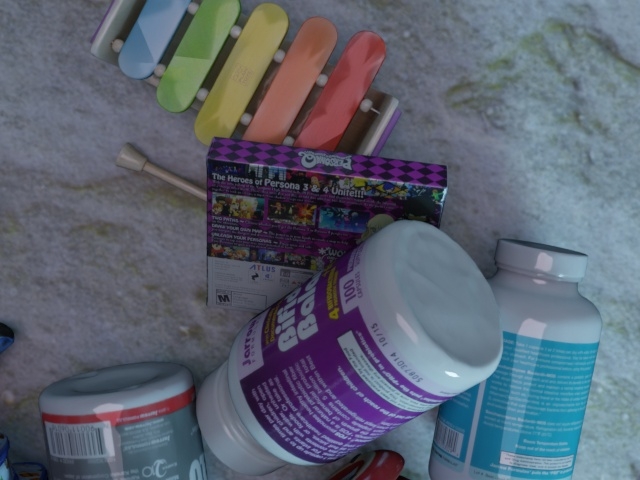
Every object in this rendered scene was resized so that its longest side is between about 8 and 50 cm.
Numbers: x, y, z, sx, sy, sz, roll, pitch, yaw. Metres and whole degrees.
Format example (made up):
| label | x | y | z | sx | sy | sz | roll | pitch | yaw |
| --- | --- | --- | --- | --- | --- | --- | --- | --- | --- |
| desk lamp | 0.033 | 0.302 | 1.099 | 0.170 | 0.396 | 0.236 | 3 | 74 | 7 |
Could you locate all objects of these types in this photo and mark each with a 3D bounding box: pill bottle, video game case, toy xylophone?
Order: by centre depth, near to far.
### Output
| label | x | y | z | sx | sy | sz | roll | pitch | yaw |
| --- | --- | --- | --- | --- | --- | --- | --- | --- | --- |
| pill bottle | 0.016 | 0.119 | 1.013 | 0.302 | 0.169 | 0.169 | -36 | 93 | 34 |
| video game case | 0.000 | 0.000 | 1.049 | 0.232 | 0.041 | 0.210 | 7 | 133 | 2 |
| pill bottle | 0.203 | 0.135 | 1.055 | 0.146 | 0.146 | 0.264 | 11 | 96 | 2 |
| toy xylophone | -0.085 | -0.141 | 1.078 | 0.323 | 0.081 | 0.236 | 21 | 97 | 1 |
| pill bottle | -0.195 | 0.282 | 1.086 | 0.161 | 0.161 | 0.283 | -7 | 96 | 4 |

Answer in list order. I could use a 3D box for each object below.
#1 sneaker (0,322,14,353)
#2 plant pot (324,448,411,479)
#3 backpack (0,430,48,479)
| label | x | y | z | sx | sy | sz | roll | pitch | yaw |
| --- | --- | --- | --- | --- | --- | --- | --- | --- | --- |
| sneaker | -0.391 | 0.157 | 1.146 | 0.073 | 0.063 | 0.162 | 42 | 101 | -19 |
| plant pot | 0.056 | 0.327 | 1.062 | 0.191 | 0.191 | 0.174 | -39 | 89 | 6 |
| backpack | -0.393 | 0.311 | 1.052 | 0.277 | 0.263 | 0.213 | -5 | 90 | 2 |
